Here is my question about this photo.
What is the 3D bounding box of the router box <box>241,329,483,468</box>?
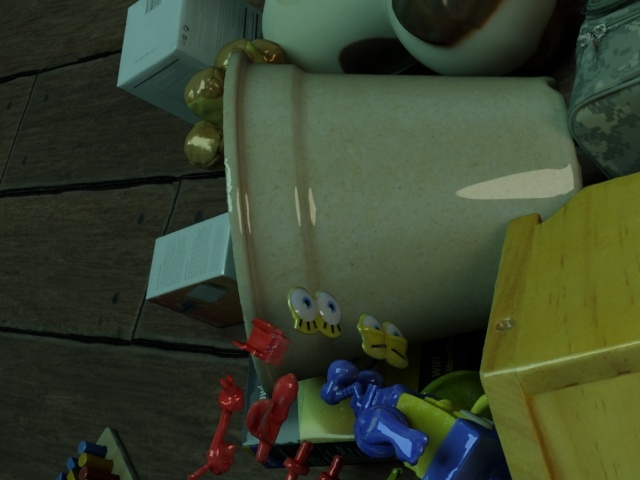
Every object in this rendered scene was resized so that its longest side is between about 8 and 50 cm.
[{"bbox_3d":[0.051,0.084,1.383,0.242,0.081,0.309,-7,60,18],"label":"router box"}]

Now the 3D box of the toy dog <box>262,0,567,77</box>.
[{"bbox_3d":[0.093,-0.304,1.484,0.408,0.284,0.396,18,87,53],"label":"toy dog"}]

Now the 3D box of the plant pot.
[{"bbox_3d":[0.086,-0.031,1.220,0.305,0.334,0.334,-6,56,4],"label":"plant pot"}]

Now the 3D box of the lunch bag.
[{"bbox_3d":[0.380,-0.183,1.119,0.305,0.212,0.256,-23,36,42],"label":"lunch bag"}]

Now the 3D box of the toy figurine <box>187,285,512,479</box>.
[{"bbox_3d":[0.097,0.194,1.047,0.217,0.362,0.191,25,89,43],"label":"toy figurine"}]

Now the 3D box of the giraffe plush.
[{"bbox_3d":[-0.042,-0.122,1.503,0.170,0.210,0.181,22,52,31],"label":"giraffe plush"}]

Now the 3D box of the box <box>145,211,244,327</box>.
[{"bbox_3d":[-0.124,0.042,1.672,0.170,0.130,0.091,-19,56,46],"label":"box"}]

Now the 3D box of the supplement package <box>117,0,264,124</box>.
[{"bbox_3d":[-0.136,-0.240,1.757,0.139,0.244,0.134,-22,54,42],"label":"supplement package"}]

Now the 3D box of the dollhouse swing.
[{"bbox_3d":[0.344,0.131,0.969,0.346,0.305,0.315,-17,26,23],"label":"dollhouse swing"}]

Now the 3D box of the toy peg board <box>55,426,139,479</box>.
[{"bbox_3d":[-0.339,0.362,1.796,0.161,0.079,0.161,-56,37,12],"label":"toy peg board"}]
